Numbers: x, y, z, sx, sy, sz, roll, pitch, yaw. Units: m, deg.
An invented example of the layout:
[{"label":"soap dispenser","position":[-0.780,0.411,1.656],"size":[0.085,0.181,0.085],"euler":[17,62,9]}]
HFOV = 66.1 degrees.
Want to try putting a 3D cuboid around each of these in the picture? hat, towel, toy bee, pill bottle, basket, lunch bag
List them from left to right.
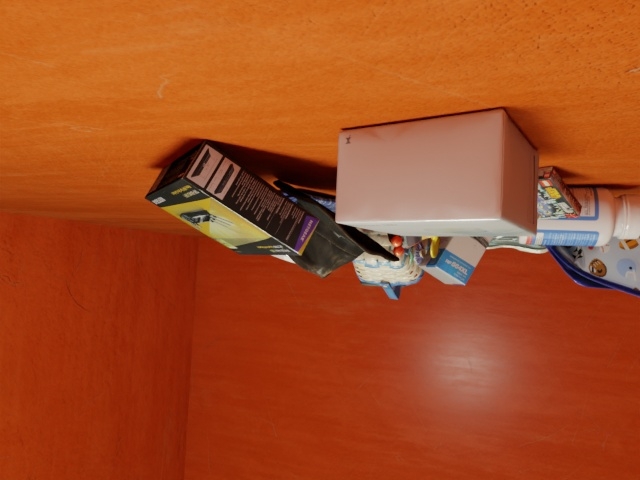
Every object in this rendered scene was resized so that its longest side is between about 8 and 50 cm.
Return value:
[{"label":"towel","position":[-0.032,-0.104,1.394],"size":[0.243,0.040,0.336],"euler":[-2,176,42]},{"label":"hat","position":[0.000,0.000,1.060],"size":[0.331,0.133,0.331],"euler":[35,-176,-3]},{"label":"basket","position":[0.192,0.015,1.315],"size":[0.201,0.254,0.289],"euler":[4,167,16]},{"label":"toy bee","position":[0.201,-0.031,1.020],"size":[0.299,0.162,0.195],"euler":[-23,125,29]},{"label":"pill bottle","position":[0.530,-0.049,1.021],"size":[0.222,0.124,0.124],"euler":[3,177,18]},{"label":"lunch bag","position":[0.823,0.026,1.274],"size":[0.328,0.238,0.385],"euler":[4,-167,-28]}]

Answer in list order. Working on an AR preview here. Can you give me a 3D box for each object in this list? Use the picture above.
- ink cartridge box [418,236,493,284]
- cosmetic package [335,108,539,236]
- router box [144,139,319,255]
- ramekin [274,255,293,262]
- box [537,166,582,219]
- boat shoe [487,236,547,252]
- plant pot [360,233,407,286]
[{"label":"ink cartridge box","position":[0.330,-0.004,1.147],"size":[0.086,0.203,0.148],"euler":[33,176,0]},{"label":"cosmetic package","position":[0.174,-0.079,0.708],"size":[0.224,0.138,0.225],"euler":[0,175,34]},{"label":"router box","position":[-0.182,-0.063,0.943],"size":[0.243,0.080,0.309],"euler":[33,163,-24]},{"label":"ramekin","position":[-0.092,-0.008,1.562],"size":[0.273,0.127,0.273],"euler":[19,-178,-1]},{"label":"box","position":[0.409,-0.084,0.912],"size":[0.137,0.027,0.094],"euler":[35,157,-34]},{"label":"boat shoe","position":[0.648,-0.033,1.738],"size":[0.320,0.116,0.099],"euler":[9,135,18]},{"label":"plant pot","position":[0.257,0.058,1.971],"size":[0.272,0.254,0.271],"euler":[3,176,0]}]
